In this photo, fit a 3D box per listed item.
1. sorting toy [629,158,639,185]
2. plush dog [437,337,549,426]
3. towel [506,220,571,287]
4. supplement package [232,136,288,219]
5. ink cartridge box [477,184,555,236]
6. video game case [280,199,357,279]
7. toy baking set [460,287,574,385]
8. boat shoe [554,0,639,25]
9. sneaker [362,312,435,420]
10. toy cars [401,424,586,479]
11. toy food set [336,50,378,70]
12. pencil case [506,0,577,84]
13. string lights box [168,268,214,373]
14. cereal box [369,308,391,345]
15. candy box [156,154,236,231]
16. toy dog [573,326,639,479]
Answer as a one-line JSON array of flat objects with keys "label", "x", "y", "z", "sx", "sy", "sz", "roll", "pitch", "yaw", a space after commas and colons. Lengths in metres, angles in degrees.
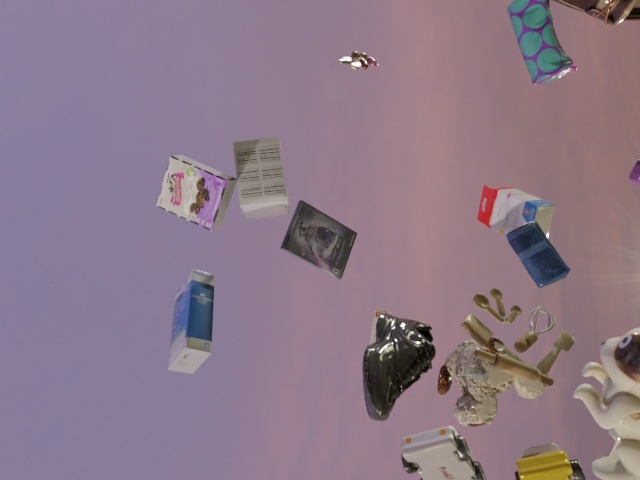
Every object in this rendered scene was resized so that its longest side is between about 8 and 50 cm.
[{"label": "sorting toy", "x": 0.871, "y": -0.280, "z": 1.137, "sx": 0.127, "sy": 0.126, "sz": 0.366, "roll": -29, "pitch": -43, "yaw": -39}, {"label": "plush dog", "x": 0.411, "y": 0.326, "z": 1.254, "sx": 0.262, "sy": 0.225, "sz": 0.211, "roll": -24, "pitch": -87, "yaw": -11}, {"label": "towel", "x": 0.406, "y": 0.025, "z": 0.903, "sx": 0.029, "sy": 0.067, "sz": 0.120, "roll": 71, "pitch": 174, "yaw": -69}, {"label": "supplement package", "x": -0.186, "y": -0.193, "z": 1.538, "sx": 0.149, "sy": 0.194, "sz": 0.203, "roll": -8, "pitch": -99, "yaw": -5}, {"label": "ink cartridge box", "x": 0.603, "y": -0.085, "z": 1.507, "sx": 0.077, "sy": 0.231, "sz": 0.134, "roll": -6, "pitch": -65, "yaw": -22}, {"label": "video game case", "x": 0.000, "y": 0.000, "z": 1.782, "sx": 0.274, "sy": 0.026, "sz": 0.196, "roll": 30, "pitch": -108, "yaw": -28}, {"label": "toy baking set", "x": 0.405, "y": 0.191, "z": 0.968, "sx": 0.256, "sy": 0.030, "sz": 0.197, "roll": 25, "pitch": -131, "yaw": -1}, {"label": "boat shoe", "x": 0.661, "y": -0.545, "z": 1.065, "sx": 0.341, "sy": 0.123, "sz": 0.123, "roll": 6, "pitch": -123, "yaw": -8}, {"label": "sneaker", "x": 0.159, "y": 0.238, "z": 0.954, "sx": 0.286, "sy": 0.130, "sz": 0.109, "roll": -58, "pitch": -36, "yaw": -56}, {"label": "toy cars", "x": 0.290, "y": 0.366, "z": 0.796, "sx": 0.393, "sy": 0.177, "sz": 0.087, "roll": 17, "pitch": -142, "yaw": -14}, {"label": "toy food set", "x": 0.098, "y": -0.439, "z": 1.175, "sx": 0.122, "sy": 0.077, "sz": 0.019, "roll": -42, "pitch": -22, "yaw": -50}, {"label": "pencil case", "x": 0.365, "y": -0.339, "z": 0.801, "sx": 0.064, "sy": 0.070, "sz": 0.152, "roll": -14, "pitch": -94, "yaw": -62}, {"label": "string lights box", "x": -0.366, "y": 0.227, "z": 1.373, "sx": 0.076, "sy": 0.133, "sz": 0.260, "roll": 20, "pitch": -137, "yaw": -29}, {"label": "cereal box", "x": 0.178, "y": 0.336, "z": 1.499, "sx": 0.173, "sy": 0.047, "sz": 0.241, "roll": 40, "pitch": -121, "yaw": -75}, {"label": "candy box", "x": -0.370, "y": -0.143, "z": 1.435, "sx": 0.070, "sy": 0.196, "sz": 0.165, "roll": -38, "pitch": -30, "yaw": -71}, {"label": "toy dog", "x": 0.913, "y": 0.444, "z": 1.334, "sx": 0.284, "sy": 0.395, "sz": 0.409, "roll": -20, "pitch": -80, "yaw": -35}]
